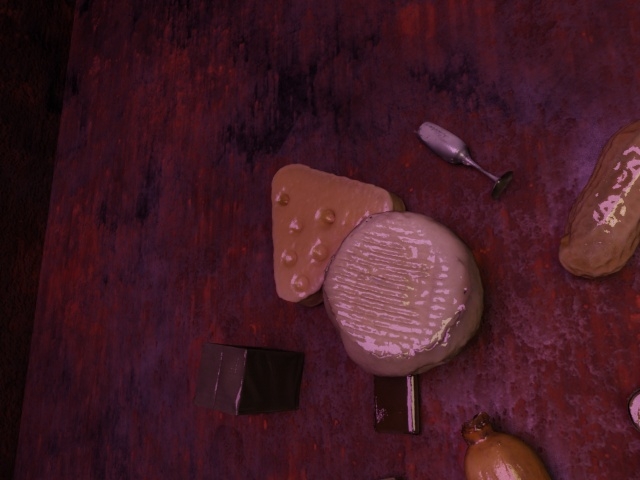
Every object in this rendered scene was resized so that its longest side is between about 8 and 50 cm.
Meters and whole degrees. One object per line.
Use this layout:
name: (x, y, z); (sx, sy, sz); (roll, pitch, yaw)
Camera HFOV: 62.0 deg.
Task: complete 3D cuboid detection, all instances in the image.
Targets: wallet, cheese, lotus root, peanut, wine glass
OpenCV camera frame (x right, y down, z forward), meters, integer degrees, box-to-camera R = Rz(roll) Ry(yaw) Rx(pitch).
wallet: (0.171, 0.333, 1.205); (0.110, 0.031, 0.197); (-9, 72, 33)
cheese: (0.001, 0.000, 1.364); (0.384, 0.104, 0.383); (-10, 71, 31)
lotus root: (0.357, 0.468, 0.980); (0.146, 0.131, 0.303); (-34, 63, 24)
peanut: (0.554, -0.071, 0.984); (0.152, 0.152, 0.313); (31, 95, 36)
wine glass: (0.319, -0.196, 1.223); (0.074, 0.074, 0.262); (-52, 55, 12)

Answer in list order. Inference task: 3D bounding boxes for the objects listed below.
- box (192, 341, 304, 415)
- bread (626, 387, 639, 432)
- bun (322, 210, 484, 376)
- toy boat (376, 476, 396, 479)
box: (-0.173, 0.338, 1.314); (0.156, 0.231, 0.148); (0, 78, 35)
bread: (0.627, 0.296, 0.886); (0.207, 0.056, 0.286); (9, 83, 33)
bun: (0.178, 0.121, 1.141); (0.360, 0.211, 0.359); (-7, 65, 15)
toy boat: (0.105, 0.566, 1.167); (0.172, 0.066, 0.065); (-36, 57, 21)
